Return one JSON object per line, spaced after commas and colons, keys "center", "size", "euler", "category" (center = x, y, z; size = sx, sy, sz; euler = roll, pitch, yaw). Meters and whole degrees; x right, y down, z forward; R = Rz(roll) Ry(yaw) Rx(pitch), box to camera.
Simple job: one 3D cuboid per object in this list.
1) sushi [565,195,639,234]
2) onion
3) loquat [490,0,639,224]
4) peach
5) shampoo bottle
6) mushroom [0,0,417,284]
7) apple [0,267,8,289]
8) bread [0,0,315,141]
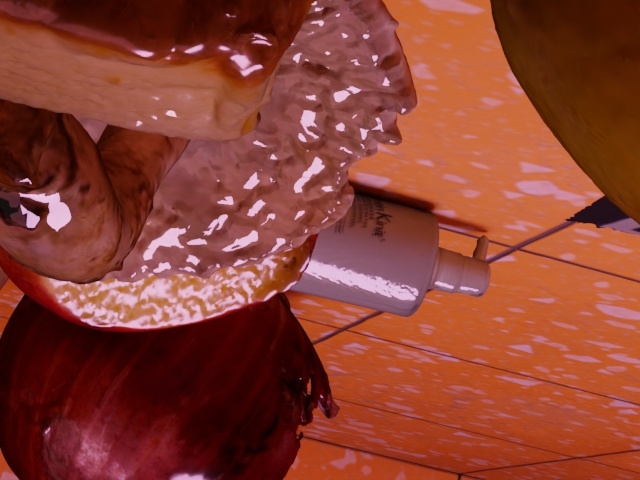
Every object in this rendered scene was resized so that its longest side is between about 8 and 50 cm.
{"center": [0.326, -0.054, 0.788], "size": [0.320, 0.068, 0.339], "euler": [9, 165, -12], "category": "sushi"}
{"center": [-0.152, 0.147, 1.525], "size": [0.341, 0.341, 0.341], "euler": [11, 166, 3], "category": "onion"}
{"center": [0.176, -0.074, 0.499], "size": [0.246, 0.213, 0.213], "euler": [27, 167, 5], "category": "loquat"}
{"center": [-0.099, -0.030, 0.968], "size": [0.192, 0.190, 0.190], "euler": [25, 176, 33], "category": "peach"}
{"center": [0.000, 0.000, 1.218], "size": [0.262, 0.085, 0.085], "euler": [14, 166, -11], "category": "shampoo bottle"}
{"center": [-0.109, -0.043, 0.753], "size": [0.208, 0.233, 0.302], "euler": [22, -145, 26], "category": "mushroom"}
{"center": [-0.296, -0.030, 1.141], "size": [0.174, 0.188, 0.188], "euler": [14, 167, 11], "category": "apple"}
{"center": [-0.124, -0.149, 0.516], "size": [0.275, 0.184, 0.114], "euler": [15, 170, -9], "category": "bread"}
